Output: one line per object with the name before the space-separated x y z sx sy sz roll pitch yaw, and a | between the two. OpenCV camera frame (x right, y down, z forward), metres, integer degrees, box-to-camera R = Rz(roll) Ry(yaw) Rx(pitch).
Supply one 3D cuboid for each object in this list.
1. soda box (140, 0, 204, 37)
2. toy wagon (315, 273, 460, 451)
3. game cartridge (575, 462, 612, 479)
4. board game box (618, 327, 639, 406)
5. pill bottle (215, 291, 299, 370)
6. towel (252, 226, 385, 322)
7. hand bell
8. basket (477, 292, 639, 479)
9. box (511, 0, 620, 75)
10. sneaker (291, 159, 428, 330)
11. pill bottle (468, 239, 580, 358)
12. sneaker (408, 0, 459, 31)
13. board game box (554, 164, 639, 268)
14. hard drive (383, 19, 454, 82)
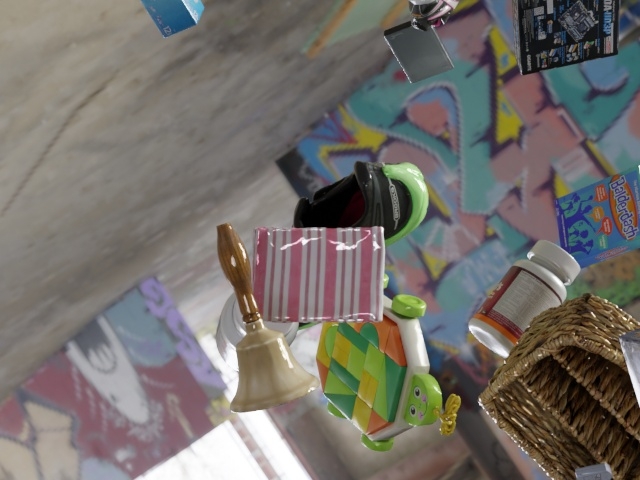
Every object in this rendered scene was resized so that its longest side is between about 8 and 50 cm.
soda box | -0.285 -0.458 1.811 0.071 0.210 0.067 -17 -145 22
toy wagon | 0.105 0.213 1.755 0.068 0.267 0.344 1 -161 -30
game cartridge | 0.434 0.372 1.678 0.056 0.017 0.083 -9 152 10
board game box | 0.400 0.214 1.097 0.042 0.243 0.165 -19 -176 -12
pill bottle | -0.105 0.142 1.780 0.131 0.131 0.229 -33 171 -18
towel | -0.004 0.049 1.554 0.197 0.144 0.029 0 170 4
hand bell | -0.092 0.093 1.405 0.126 0.242 0.126 -16 -176 1
basket | 0.459 0.270 1.753 0.223 0.299 0.213 -47 -173 -33
box | 0.415 -0.388 1.788 0.175 0.051 0.220 -12 142 5
sneaker | 0.000 0.000 2.082 0.202 0.185 0.483 17 128 -35
pill bottle | 0.395 0.114 2.040 0.221 0.121 0.121 -51 179 -10
sneaker | 0.175 -0.361 1.574 0.178 0.072 0.077 -33 133 -45
board game box | 0.593 -0.044 2.197 0.047 0.160 0.210 20 147 -40
hard drive | 0.195 -0.378 2.092 0.094 0.135 0.022 -17 -135 22
